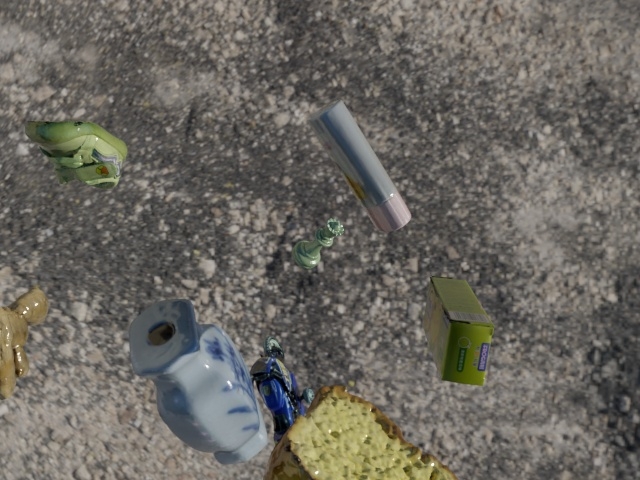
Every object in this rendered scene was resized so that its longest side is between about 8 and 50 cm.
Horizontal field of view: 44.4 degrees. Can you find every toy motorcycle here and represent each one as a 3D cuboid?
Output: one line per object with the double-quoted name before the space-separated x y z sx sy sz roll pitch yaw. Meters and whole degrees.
"toy motorcycle" -0.100 0.384 1.905 0.169 0.113 0.316 12 58 -66

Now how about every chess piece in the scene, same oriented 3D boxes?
"chess piece" 0.000 0.000 1.092 0.042 0.093 0.042 22 46 -24

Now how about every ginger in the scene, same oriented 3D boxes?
"ginger" -0.467 0.152 1.195 0.065 0.258 0.150 7 96 -9

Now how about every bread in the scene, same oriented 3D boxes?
"bread" 0.066 0.335 0.828 0.340 0.179 0.194 40 23 16

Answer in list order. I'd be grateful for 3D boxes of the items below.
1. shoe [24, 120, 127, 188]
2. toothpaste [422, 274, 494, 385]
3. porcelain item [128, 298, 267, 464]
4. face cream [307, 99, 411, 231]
"shoe" -0.468 -0.175 1.562 0.139 0.262 0.128 -10 84 12
"toothpaste" 0.246 0.156 1.442 0.077 0.327 0.110 6 101 1
"porcelain item" -0.251 0.316 1.697 0.178 0.243 0.405 -25 133 3
"face cream" 0.056 -0.103 1.123 0.057 0.084 0.198 -35 102 -10
